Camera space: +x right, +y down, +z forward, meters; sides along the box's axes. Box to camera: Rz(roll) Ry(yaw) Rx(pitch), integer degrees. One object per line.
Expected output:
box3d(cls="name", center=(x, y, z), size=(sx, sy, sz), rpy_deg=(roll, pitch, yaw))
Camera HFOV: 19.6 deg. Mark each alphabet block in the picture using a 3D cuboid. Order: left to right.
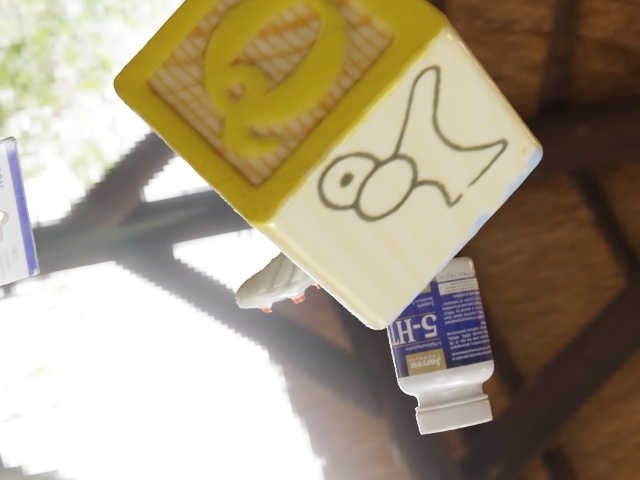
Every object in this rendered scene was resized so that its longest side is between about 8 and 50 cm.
box3d(cls="alphabet block", center=(0.009, -0.086, 1.315), size=(0.193, 0.192, 0.197), rpy_deg=(41, -2, 36))

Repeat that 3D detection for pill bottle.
box3d(cls="pill bottle", center=(0.136, 0.119, 2.097), size=(0.112, 0.112, 0.187), rpy_deg=(154, -75, -74))

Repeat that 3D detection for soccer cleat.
box3d(cls="soccer cleat", center=(0.000, 0.000, 1.757), size=(0.076, 0.196, 0.068), rpy_deg=(61, 4, -13))

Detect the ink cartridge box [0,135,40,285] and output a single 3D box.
box3d(cls="ink cartridge box", center=(-0.352, 0.012, 1.187), size=(0.165, 0.332, 0.065), rpy_deg=(94, -27, -55))
